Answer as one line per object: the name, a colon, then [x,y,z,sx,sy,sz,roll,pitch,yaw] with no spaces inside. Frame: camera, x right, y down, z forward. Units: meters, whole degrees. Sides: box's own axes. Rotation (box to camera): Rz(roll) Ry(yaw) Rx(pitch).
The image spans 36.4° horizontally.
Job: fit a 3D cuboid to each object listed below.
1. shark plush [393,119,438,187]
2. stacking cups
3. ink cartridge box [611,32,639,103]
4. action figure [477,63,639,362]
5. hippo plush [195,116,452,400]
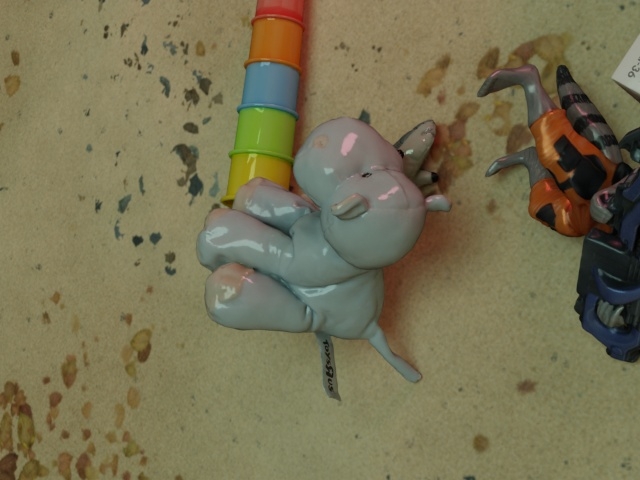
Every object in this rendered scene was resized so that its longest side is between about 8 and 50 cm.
shark plush: [0.085,-0.087,1.212,0.161,0.073,0.067,-41,39,46]
stacking cups: [-0.070,-0.197,1.305,0.096,0.096,0.316,-2,77,35]
ink cartridge box: [0.353,-0.174,0.930,0.067,0.198,0.115,39,104,33]
action figure: [0.303,-0.055,0.934,0.178,0.341,0.330,-37,64,-20]
hippo plush: [0.000,0.000,1.082,0.294,0.234,0.236,66,149,26]
